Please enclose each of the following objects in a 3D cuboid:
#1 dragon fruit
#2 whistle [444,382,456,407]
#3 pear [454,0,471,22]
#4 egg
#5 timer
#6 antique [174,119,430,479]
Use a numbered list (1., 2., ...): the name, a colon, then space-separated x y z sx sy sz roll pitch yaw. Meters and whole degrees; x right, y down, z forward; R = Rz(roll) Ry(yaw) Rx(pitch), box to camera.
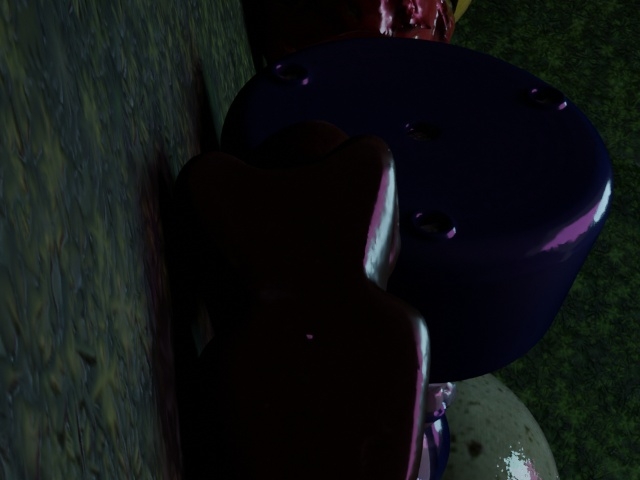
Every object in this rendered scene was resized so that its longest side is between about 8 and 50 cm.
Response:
1. dragon fruit: 0.026 -0.320 1.564 0.269 0.250 0.291 42 41 -56
2. whistle: 0.049 0.114 1.219 0.223 0.123 0.123 3 -75 57
3. pear: 0.076 -0.433 1.935 0.348 0.348 0.348 -9 90 -88
4. egg: 0.154 0.305 1.673 0.379 0.288 0.287 -117 -169 -46
5. timer: 0.049 0.068 1.000 0.270 0.270 0.383 -96 -169 -50
6. antique: -0.009 0.054 0.695 0.143 0.121 0.257 94 -11 -68
